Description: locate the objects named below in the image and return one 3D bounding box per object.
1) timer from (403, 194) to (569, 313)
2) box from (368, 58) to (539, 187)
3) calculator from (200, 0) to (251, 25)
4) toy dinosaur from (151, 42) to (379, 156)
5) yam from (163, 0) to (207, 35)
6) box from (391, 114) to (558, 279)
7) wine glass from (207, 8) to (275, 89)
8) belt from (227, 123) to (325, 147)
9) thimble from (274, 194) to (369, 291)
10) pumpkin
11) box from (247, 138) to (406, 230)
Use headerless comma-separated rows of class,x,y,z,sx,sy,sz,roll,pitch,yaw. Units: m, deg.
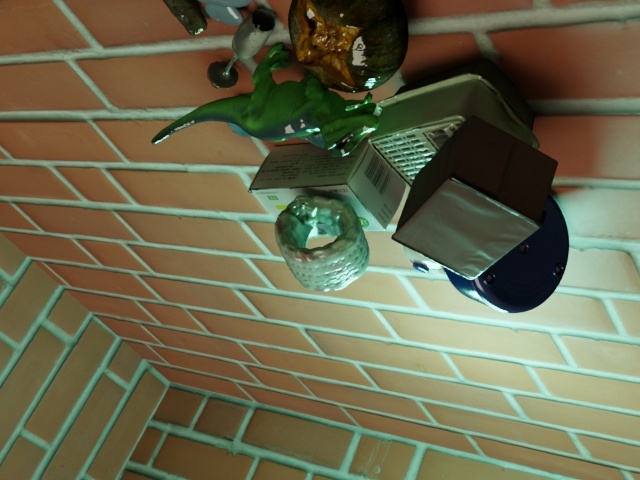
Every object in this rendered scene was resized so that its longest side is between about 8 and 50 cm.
timer,0.323,0.005,2.041,0.270,0.270,0.383,41,164,-25
box,0.252,-0.210,1.757,0.220,0.166,0.290,42,150,-28
calculator,-0.213,-0.531,1.751,0.188,0.042,0.302,15,151,21
toy dinosaur,-0.120,-0.204,1.835,0.500,0.374,0.144,-28,128,15
yam,-0.313,-0.524,1.843,0.061,0.061,0.274,7,148,35
box,0.269,-0.072,1.633,0.188,0.153,0.252,27,151,-4
wine glass,-0.161,-0.398,1.915,0.074,0.074,0.262,33,153,-12
belt,-0.078,-0.260,2.063,0.302,0.087,0.072,12,147,27
thimble,0.000,0.000,2.048,0.211,0.185,0.149,51,170,39
pumpkin,0.054,-0.376,1.648,0.238,0.159,0.238,35,148,26
box,0.011,-0.122,2.165,0.333,0.145,0.173,0,141,42
